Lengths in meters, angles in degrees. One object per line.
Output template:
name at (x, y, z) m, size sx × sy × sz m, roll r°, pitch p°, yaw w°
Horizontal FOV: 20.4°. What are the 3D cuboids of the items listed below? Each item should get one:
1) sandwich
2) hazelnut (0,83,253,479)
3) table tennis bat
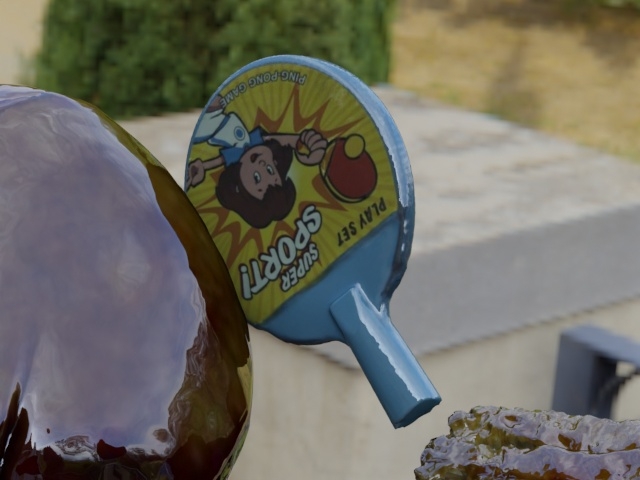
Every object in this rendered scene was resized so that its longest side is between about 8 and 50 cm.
sandwich at (0.256, 0.284, 1.470) m, size 0.262 × 0.325 × 0.131 m, roll -3°, pitch 41°, yaw 45°
hazelnut at (-0.240, 0.098, 1.371) m, size 0.402 × 0.402 × 0.429 m, roll -4°, pitch 62°, yaw -24°
table tennis bat at (0.000, 0.000, 1.426) m, size 0.044 × 0.215 × 0.329 m, roll 4°, pitch 52°, yaw -56°
